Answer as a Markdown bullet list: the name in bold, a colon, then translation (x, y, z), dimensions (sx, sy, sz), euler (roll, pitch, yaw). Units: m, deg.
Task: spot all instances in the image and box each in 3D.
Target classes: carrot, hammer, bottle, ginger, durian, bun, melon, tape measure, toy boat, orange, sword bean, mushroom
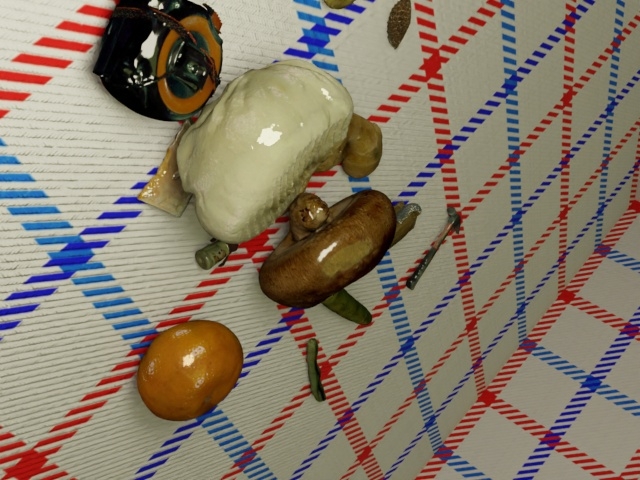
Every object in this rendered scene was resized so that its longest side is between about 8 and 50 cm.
- **carrot**: translation (0.076, 0.186, 2.070), dimensions (0.074, 0.074, 0.358), euler (-56, 149, -5)
- **hammer**: translation (0.360, 0.032, 2.349), dimensions (0.288, 0.033, 0.111), euler (-55, 146, -5)
- **bottle**: translation (-0.217, 0.020, 1.575), dimensions (0.101, 0.047, 0.063), euler (-34, 148, -35)
- **ginger**: translation (0.026, -0.236, 1.627), dimensions (0.363, 0.122, 0.348), euler (-19, 139, -31)
- **durian**: translation (0.179, -0.502, 1.702), dimensions (0.066, 0.052, 0.130), euler (-79, -179, -58)
- **bun**: translation (-0.117, -0.173, 1.350), dimensions (0.365, 0.219, 0.365), euler (-47, 172, -8)
- **melon**: translation (-0.266, -0.140, 1.399), dimensions (0.098, 0.054, 0.182), euler (30, 91, -42)
- **tape measure**: translation (-0.253, -0.299, 1.198), dimensions (0.223, 0.135, 0.202), euler (19, 91, -61)
- **toy boat**: translation (0.143, -0.023, 1.975), dimensions (0.321, 0.089, 0.122), euler (-32, 133, -32)
- **orange**: translation (-0.281, 0.273, 1.578), dimensions (0.240, 0.171, 0.240), euler (-35, 147, -27)
- **sword bean**: translation (-0.014, 0.380, 2.131), dimensions (0.043, 0.038, 0.269), euler (-32, 137, -26)
- **mushroom**: translation (0.013, 0.022, 1.665), dimensions (0.345, 0.345, 0.239), euler (-5, 79, -51)

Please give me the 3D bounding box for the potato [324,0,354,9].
- **potato**: translation (0.046, -0.529, 1.463), dimensions (0.091, 0.070, 0.138), euler (-18, 129, -46)
